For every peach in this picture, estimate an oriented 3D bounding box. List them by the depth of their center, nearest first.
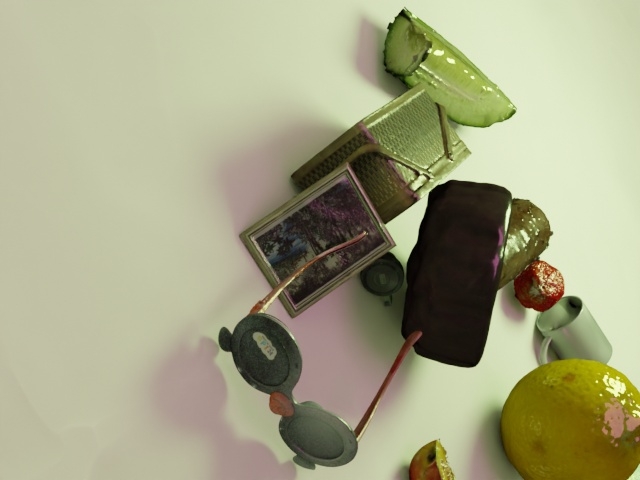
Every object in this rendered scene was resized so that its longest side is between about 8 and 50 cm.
[{"bbox_3d":[0.163,0.344,1.480,0.098,0.061,0.098,-15,90,-76],"label":"peach"}]

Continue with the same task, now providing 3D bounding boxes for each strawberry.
[{"bbox_3d":[0.406,0.089,1.886,0.106,0.106,0.106,27,53,-43],"label":"strawberry"}]

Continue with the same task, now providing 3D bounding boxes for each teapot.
[{"bbox_3d":[0.097,0.054,1.545,0.057,0.066,0.088,-78,158,-60],"label":"teapot"}]

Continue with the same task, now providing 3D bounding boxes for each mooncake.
[{"bbox_3d":[0.199,0.045,1.514,0.283,0.141,0.283,10,90,-84],"label":"mooncake"}]

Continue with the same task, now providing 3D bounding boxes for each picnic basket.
[{"bbox_3d":[0.096,-0.115,1.520,0.139,0.165,0.266,53,36,-2],"label":"picnic basket"}]

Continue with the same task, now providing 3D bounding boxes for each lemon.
[{"bbox_3d":[0.425,0.307,1.674,0.228,0.253,0.229,20,54,-31],"label":"lemon"}]

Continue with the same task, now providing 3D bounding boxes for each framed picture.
[{"bbox_3d":[0.000,0.000,1.382,0.183,0.011,0.142,-34,105,-12],"label":"framed picture"}]

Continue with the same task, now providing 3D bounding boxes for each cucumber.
[{"bbox_3d":[0.232,-0.295,1.855,0.325,0.105,0.145,21,31,-46],"label":"cucumber"}]

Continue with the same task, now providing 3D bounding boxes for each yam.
[{"bbox_3d":[0.307,0.019,1.774,0.279,0.131,0.131,-30,97,-52],"label":"yam"}]

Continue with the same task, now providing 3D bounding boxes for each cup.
[{"bbox_3d":[0.474,0.194,1.946,0.133,0.136,0.099,52,5,-23],"label":"cup"}]

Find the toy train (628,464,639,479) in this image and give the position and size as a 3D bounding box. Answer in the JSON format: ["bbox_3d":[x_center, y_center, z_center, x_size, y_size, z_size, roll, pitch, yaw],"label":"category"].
[{"bbox_3d":[0.699,0.450,1.920,0.368,0.150,0.237,12,38,-5],"label":"toy train"}]

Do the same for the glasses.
[{"bbox_3d":[0.011,0.141,1.333,0.234,0.118,0.268,58,38,-12],"label":"glasses"}]
